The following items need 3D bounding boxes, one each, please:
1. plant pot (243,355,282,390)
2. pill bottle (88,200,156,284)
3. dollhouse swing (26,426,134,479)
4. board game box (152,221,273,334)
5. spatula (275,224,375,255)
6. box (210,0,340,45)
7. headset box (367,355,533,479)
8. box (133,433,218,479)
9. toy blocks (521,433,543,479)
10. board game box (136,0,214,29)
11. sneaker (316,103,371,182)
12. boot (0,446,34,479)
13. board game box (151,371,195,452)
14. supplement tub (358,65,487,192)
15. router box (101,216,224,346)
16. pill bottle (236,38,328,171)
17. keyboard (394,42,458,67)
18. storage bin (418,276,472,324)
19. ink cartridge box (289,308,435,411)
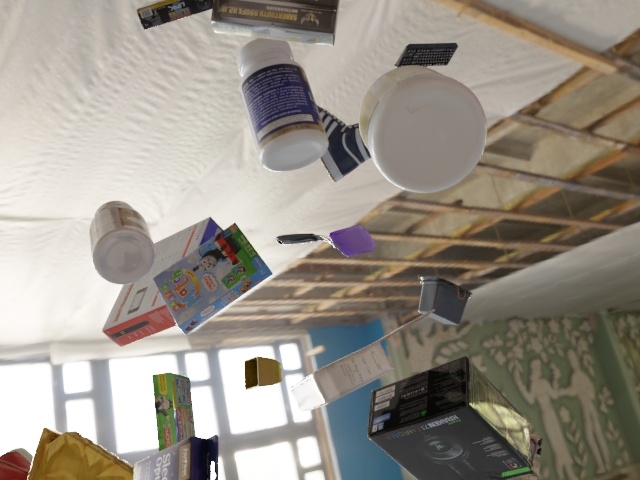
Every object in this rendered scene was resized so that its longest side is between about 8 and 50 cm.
[{"bbox_3d":[-0.149,0.356,1.712,0.083,0.081,0.081,8,-23,-31],"label":"plant pot"},{"bbox_3d":[-0.446,-0.005,1.423,0.131,0.131,0.229,-6,24,-20],"label":"pill bottle"},{"bbox_3d":[-0.417,0.593,1.406,0.347,0.314,0.305,17,0,30],"label":"dollhouse swing"},{"bbox_3d":[-0.225,0.074,1.315,0.212,0.160,0.039,-36,-42,-6],"label":"board game box"},{"bbox_3d":[0.000,0.000,1.464,0.297,0.030,0.084,2,-40,46],"label":"spatula"},{"bbox_3d":[-0.076,-0.470,1.191,0.231,0.182,0.056,6,-6,0],"label":"box"},{"bbox_3d":[0.285,0.414,1.378,0.246,0.131,0.283,-28,-60,30],"label":"headset box"},{"bbox_3d":[-0.249,0.417,1.074,0.037,0.136,0.225,25,-44,-38],"label":"box"},{"bbox_3d":[0.387,0.650,1.660,0.309,0.288,0.260,7,18,28],"label":"toy blocks"},{"bbox_3d":[-0.309,-0.521,1.414,0.171,0.048,0.141,-16,25,3],"label":"board game box"},{"bbox_3d":[0.045,-0.307,1.725,0.153,0.282,0.099,-29,-22,11],"label":"sneaker"},{"bbox_3d":[-0.692,0.583,1.470,0.244,0.088,0.176,25,9,18],"label":"boot"},{"bbox_3d":[-0.328,0.471,1.475,0.046,0.317,0.213,-9,-15,-3],"label":"board game box"},{"bbox_3d":[0.200,-0.244,1.336,0.229,0.228,0.316,-14,20,3],"label":"supplement tub"},{"bbox_3d":[-0.442,0.115,1.830,0.301,0.335,0.082,-22,-55,27],"label":"router box"},{"bbox_3d":[-0.090,-0.296,1.380,0.153,0.264,0.153,-16,-17,-5],"label":"pill bottle"},{"bbox_3d":[0.287,-0.496,1.755,0.180,0.023,0.108,-10,-26,-29],"label":"keyboard"},{"bbox_3d":[0.315,0.157,1.617,0.135,0.091,0.098,25,-17,-34],"label":"storage bin"},{"bbox_3d":[0.084,0.245,1.259,0.261,0.066,0.296,-24,-11,-17],"label":"ink cartridge box"}]
